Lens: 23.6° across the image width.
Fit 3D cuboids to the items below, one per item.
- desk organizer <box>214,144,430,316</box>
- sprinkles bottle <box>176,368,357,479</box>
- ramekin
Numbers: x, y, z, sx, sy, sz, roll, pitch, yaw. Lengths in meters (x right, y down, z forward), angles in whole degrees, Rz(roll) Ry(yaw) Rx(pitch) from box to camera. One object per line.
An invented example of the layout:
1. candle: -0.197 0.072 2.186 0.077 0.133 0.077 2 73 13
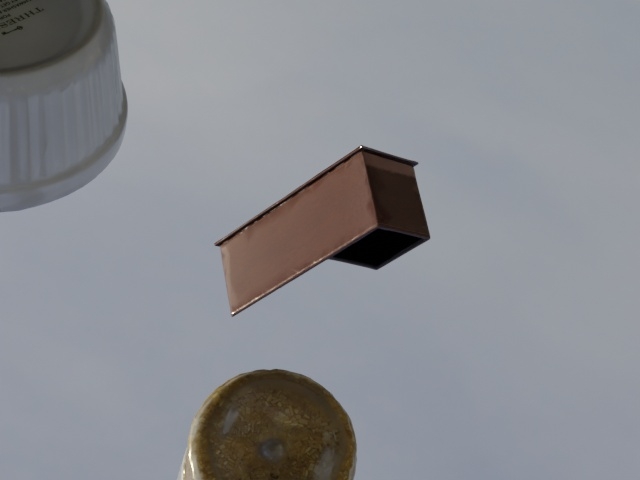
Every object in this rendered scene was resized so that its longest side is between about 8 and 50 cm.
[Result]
1. desk organizer: 0.000 0.000 0.889 0.047 0.130 0.050 13 -124 -42
2. sprinkles bottle: -0.060 0.206 1.212 0.121 0.121 0.355 23 157 0
3. ramekin: -0.301 -0.160 1.352 0.273 0.127 0.273 6 -138 -6
